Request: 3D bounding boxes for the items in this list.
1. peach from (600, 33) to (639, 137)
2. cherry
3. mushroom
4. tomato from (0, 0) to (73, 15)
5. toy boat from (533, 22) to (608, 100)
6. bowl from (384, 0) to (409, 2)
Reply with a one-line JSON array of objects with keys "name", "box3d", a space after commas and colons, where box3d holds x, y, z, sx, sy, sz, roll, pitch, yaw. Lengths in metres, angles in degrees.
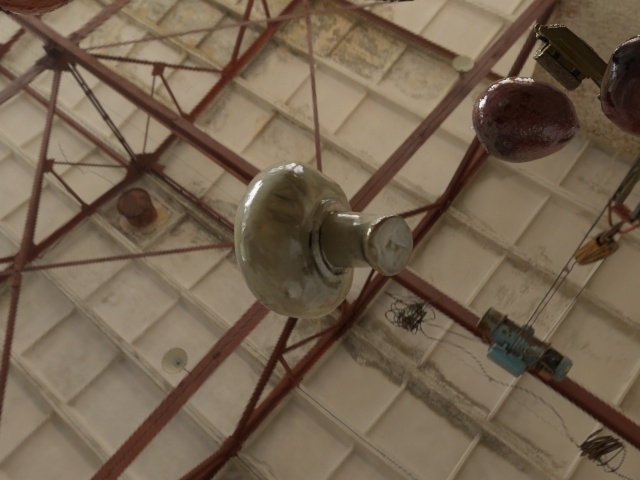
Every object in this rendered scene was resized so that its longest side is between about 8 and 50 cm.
[{"name": "peach", "box3d": [0.494, -0.244, 0.893, 0.152, 0.152, 0.152, -3, -117, 5]}, {"name": "cherry", "box3d": [0.553, -0.328, 1.608, 0.307, 0.261, 0.221, 9, -106, 39]}, {"name": "mushroom", "box3d": [-0.032, 0.014, 1.125, 0.315, 0.315, 0.356, -24, -151, -5]}, {"name": "tomato", "box3d": [-0.266, -0.341, 0.565, 0.139, 0.200, 0.233, -3, -90, 8]}, {"name": "toy boat", "box3d": [0.520, -0.359, 1.206, 0.226, 0.068, 0.088, 39, -67, -9]}, {"name": "bowl", "box3d": [0.118, -0.559, 1.071, 0.345, 0.345, 0.157, 4, -82, 9]}]
